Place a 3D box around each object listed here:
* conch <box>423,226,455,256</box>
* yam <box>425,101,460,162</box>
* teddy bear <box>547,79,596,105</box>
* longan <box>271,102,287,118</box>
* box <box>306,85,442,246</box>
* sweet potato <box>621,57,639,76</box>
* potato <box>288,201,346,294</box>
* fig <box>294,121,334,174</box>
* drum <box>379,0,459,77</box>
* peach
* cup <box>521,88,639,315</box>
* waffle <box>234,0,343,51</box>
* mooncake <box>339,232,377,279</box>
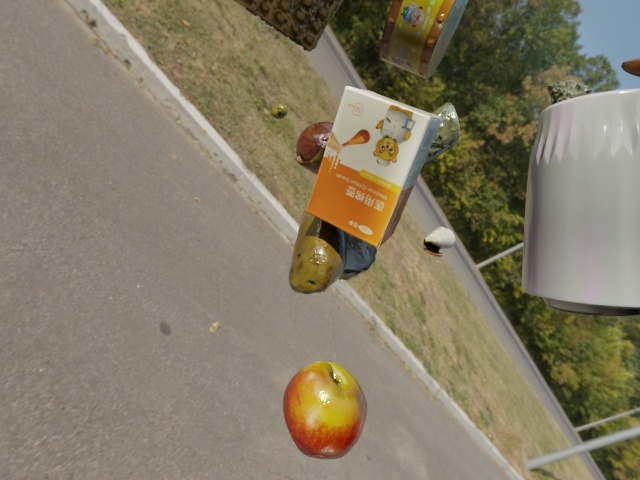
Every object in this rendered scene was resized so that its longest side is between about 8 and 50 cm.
[{"bbox_3d":[0.442,0.008,1.526,0.094,0.104,0.176,44,32,13],"label":"conch"},{"bbox_3d":[0.298,-0.291,1.279,0.133,0.330,0.133,56,0,0],"label":"yam"},{"bbox_3d":[1.075,-0.508,1.641,0.357,0.224,0.367,-34,92,-34],"label":"teddy bear"},{"bbox_3d":[-0.183,-0.574,1.810,0.075,0.075,0.083,54,10,-16],"label":"longan"},{"bbox_3d":[0.128,-0.182,1.032,0.225,0.341,0.143,28,24,19],"label":"box"},{"bbox_3d":[1.042,-0.512,1.132,0.112,0.112,0.359,53,-23,-17],"label":"sweet potato"},{"bbox_3d":[0.000,0.000,1.233,0.195,0.176,0.369,65,25,-49],"label":"potato"},{"bbox_3d":[0.006,-0.318,1.440,0.205,0.205,0.205,49,22,-27],"label":"fig"},{"bbox_3d":[0.418,-0.877,1.598,0.214,0.431,0.431,28,16,10],"label":"drum"},{"bbox_3d":[0.004,0.373,0.896,0.190,0.192,0.190,25,9,-4],"label":"peach"},{"bbox_3d":[0.513,-0.060,0.742,0.253,0.253,0.371,-6,97,-69],"label":"cup"},{"bbox_3d":[-0.123,-0.809,1.298,0.376,0.261,0.114,30,56,-16],"label":"waffle"},{"bbox_3d":[0.076,0.033,1.435,0.228,0.124,0.228,10,61,-18],"label":"mooncake"}]
